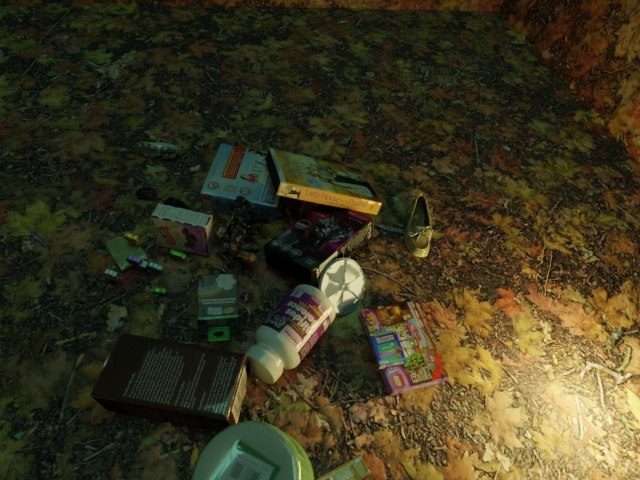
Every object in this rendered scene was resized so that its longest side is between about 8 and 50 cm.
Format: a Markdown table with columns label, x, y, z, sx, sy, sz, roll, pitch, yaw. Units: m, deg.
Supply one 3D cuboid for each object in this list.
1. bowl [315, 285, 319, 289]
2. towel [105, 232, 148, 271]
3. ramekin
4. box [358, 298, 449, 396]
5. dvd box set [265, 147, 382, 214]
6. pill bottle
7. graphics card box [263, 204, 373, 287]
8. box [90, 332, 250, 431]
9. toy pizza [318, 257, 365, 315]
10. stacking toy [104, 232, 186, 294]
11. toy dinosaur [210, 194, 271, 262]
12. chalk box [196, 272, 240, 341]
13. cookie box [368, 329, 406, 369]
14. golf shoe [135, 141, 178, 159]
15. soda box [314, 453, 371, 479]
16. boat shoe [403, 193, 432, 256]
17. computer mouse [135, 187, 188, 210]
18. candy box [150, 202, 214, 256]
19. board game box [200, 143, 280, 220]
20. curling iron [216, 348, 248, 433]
| label | x | y | z | sx | sy | sz | roll | pitch | yaw |
| --- | --- | --- | --- | --- | --- | --- | --- | --- | --- |
| bowl | 0.017 | 0.133 | 1.616 | 0.142 | 0.053 | 0.142 | -28 | 61 | -26 |
| towel | -0.691 | 0.038 | 1.591 | 0.110 | 0.027 | 0.148 | -28 | 61 | -26 |
| ramekin | -0.173 | 0.605 | 1.114 | 0.304 | 0.148 | 0.303 | -4 | 52 | 5 |
| box | 0.270 | 0.348 | 1.485 | 0.201 | 0.057 | 0.293 | -10 | 55 | -15 |
| dvd box set | 0.005 | -0.239 | 1.778 | 0.421 | 0.062 | 0.307 | 10 | 31 | -22 |
| pill bottle | -0.099 | 0.291 | 1.400 | 0.169 | 0.169 | 0.301 | 32 | 54 | 15 |
| graphics card box | 0.000 | 0.000 | 1.641 | 0.233 | 0.094 | 0.371 | 26 | 47 | 30 |
| box | -0.408 | 0.401 | 1.262 | 0.382 | 0.143 | 0.191 | 10 | 52 | 4 |
| toy pizza | 0.072 | 0.160 | 1.550 | 0.201 | 0.201 | 0.032 | -32 | 20 | -29 |
| stacking toy | -0.600 | 0.080 | 1.533 | 0.221 | 0.052 | 0.167 | 19 | 60 | -3 |
| toy dinosaur | -0.316 | -0.045 | 1.635 | 0.322 | 0.164 | 0.218 | 37 | 84 | 19 |
| chalk box | -0.327 | 0.229 | 1.437 | 0.132 | 0.132 | 0.213 | -1 | 54 | -11 |
| cookie box | 0.210 | 0.344 | 1.417 | 0.092 | 0.040 | 0.107 | -8 | 54 | -10 |
| golf shoe | -0.697 | -0.392 | 1.915 | 0.176 | 0.069 | 0.086 | 10 | 31 | -5 |
| soda box | 0.042 | 0.653 | 1.208 | 0.181 | 0.061 | 0.058 | -18 | 57 | -22 |
| boat shoe | 0.394 | -0.063 | 1.805 | 0.105 | 0.089 | 0.285 | 6 | 52 | -5 |
| computer mouse | -0.618 | -0.149 | 1.749 | 0.242 | 0.041 | 0.071 | 24 | 69 | 16 |
| candy box | -0.486 | -0.034 | 1.593 | 0.196 | 0.164 | 0.070 | 12 | 50 | 1 |
| board game box | -0.300 | -0.245 | 1.838 | 0.302 | 0.086 | 0.308 | 11 | 51 | -1 |
| curling iron | -0.251 | 0.449 | 1.337 | 0.068 | 0.035 | 0.274 | 14 | 52 | 2 |
